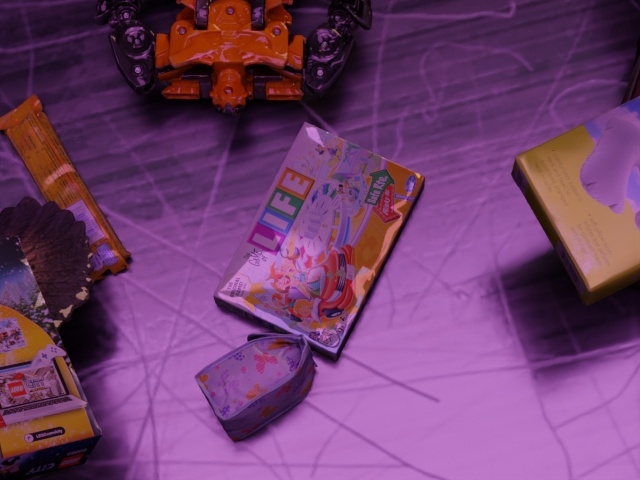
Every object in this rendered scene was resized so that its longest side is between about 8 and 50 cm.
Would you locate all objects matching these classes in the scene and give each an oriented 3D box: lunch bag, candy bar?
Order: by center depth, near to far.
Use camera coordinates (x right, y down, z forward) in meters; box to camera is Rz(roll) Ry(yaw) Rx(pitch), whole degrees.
[{"bbox_3d":[-0.043,0.100,1.243,0.083,0.071,0.053,-30,71,-5],"label":"lunch bag"},{"bbox_3d":[-0.197,-0.039,1.315,0.040,0.018,0.161,-32,76,-4],"label":"candy bar"}]

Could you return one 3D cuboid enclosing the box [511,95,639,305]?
[{"bbox_3d":[0.232,-0.044,1.154,0.178,0.042,0.109,-26,75,-5],"label":"box"}]

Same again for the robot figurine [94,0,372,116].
[{"bbox_3d":[-0.063,-0.229,1.333,0.211,0.085,0.291,1,73,2],"label":"robot figurine"}]

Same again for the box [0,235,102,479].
[{"bbox_3d":[-0.274,0.089,1.080,0.233,0.044,0.159,-10,60,-33],"label":"box"}]

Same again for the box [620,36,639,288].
[{"bbox_3d":[0.391,-0.020,1.235,0.381,0.143,0.191,19,75,5],"label":"box"}]

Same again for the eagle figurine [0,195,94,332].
[{"bbox_3d":[-0.297,0.089,1.194,0.225,0.226,0.298,2,79,24],"label":"eagle figurine"}]

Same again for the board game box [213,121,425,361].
[{"bbox_3d":[0.000,0.000,1.294,0.103,0.026,0.154,25,76,9],"label":"board game box"}]
